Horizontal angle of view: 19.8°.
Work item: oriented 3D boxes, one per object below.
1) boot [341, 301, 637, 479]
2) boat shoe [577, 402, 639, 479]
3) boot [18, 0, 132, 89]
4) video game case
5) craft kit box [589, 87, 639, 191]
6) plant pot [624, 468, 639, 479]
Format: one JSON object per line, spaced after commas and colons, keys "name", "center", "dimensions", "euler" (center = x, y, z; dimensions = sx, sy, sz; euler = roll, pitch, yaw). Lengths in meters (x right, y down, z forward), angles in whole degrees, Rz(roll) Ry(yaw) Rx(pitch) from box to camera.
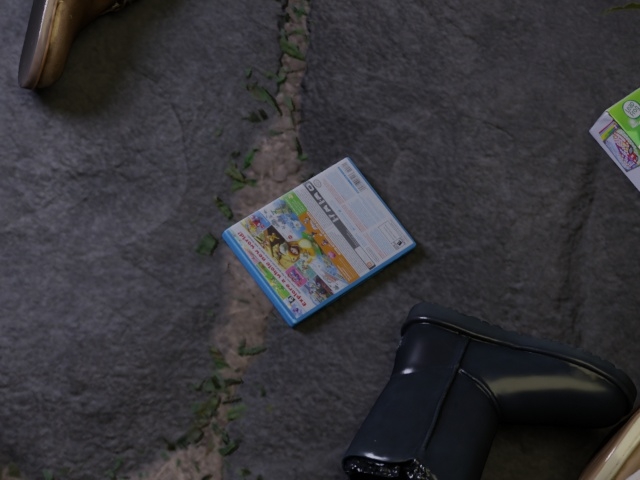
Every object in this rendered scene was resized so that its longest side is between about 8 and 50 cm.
{"name": "boot", "center": [0.161, 0.187, 1.751], "dimensions": [0.246, 0.094, 0.207], "euler": [20, 57, 5]}
{"name": "boat shoe", "center": [0.389, 0.173, 1.824], "dimensions": [0.341, 0.122, 0.110], "euler": [-36, 79, -30]}
{"name": "boot", "center": [-0.223, -0.269, 1.860], "dimensions": [0.115, 0.112, 0.305], "euler": [26, 57, -16]}
{"name": "video game case", "center": [0.000, 0.000, 1.846], "dimensions": [0.166, 0.015, 0.119], "euler": [-32, 78, -28]}
{"name": "craft kit box", "center": [0.464, -0.096, 2.019], "dimensions": [0.250, 0.061, 0.247], "euler": [-32, 80, -28]}
{"name": "plant pot", "center": [0.419, 0.332, 1.666], "dimensions": [0.333, 0.334, 0.305], "euler": [-15, 60, -23]}
